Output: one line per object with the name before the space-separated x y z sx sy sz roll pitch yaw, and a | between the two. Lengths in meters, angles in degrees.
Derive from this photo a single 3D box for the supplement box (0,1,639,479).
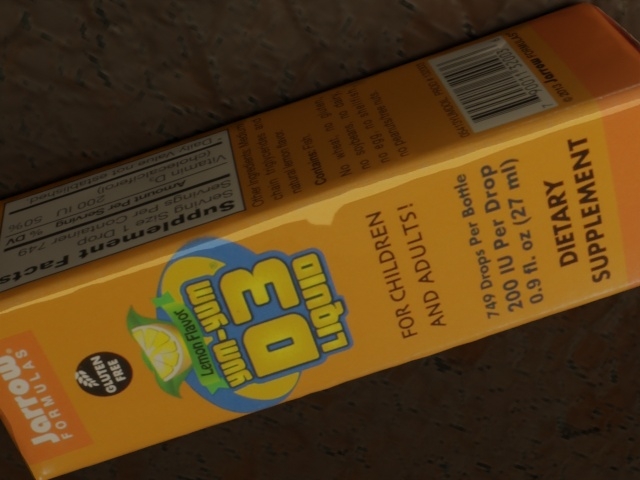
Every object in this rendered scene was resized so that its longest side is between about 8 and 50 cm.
supplement box | 0.000 0.000 0.385 0.233 0.080 0.078 -18 122 3
